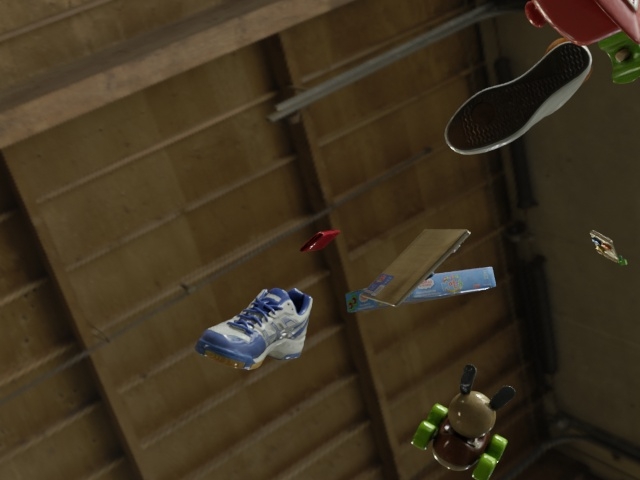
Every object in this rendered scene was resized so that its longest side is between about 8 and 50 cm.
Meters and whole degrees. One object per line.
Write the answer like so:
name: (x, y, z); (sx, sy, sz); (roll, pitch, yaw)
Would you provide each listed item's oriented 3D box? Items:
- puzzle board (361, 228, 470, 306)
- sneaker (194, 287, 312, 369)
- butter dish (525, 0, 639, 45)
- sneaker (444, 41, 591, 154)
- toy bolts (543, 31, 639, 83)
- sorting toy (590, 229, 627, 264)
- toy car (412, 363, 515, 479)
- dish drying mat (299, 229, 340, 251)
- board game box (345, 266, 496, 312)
puzzle board: (0.090, 0.026, 0.897); (0.096, 0.128, 0.011); (-45, -82, -8)
sneaker: (-0.113, 0.142, 1.626); (0.296, 0.111, 0.131); (-3, -66, -66)
butter dish: (0.292, -0.293, 1.086); (0.160, 0.118, 0.160); (42, -139, -17)
sneaker: (0.356, -0.232, 1.668); (0.290, 0.106, 0.123); (-31, -17, 1)
toy bolts: (0.544, -0.425, 1.825); (0.158, 0.218, 0.229); (-35, -73, -43)
sorting toy: (0.560, 0.018, 1.811); (0.012, 0.083, 0.062); (-40, -49, -9)
toy car: (0.283, 0.323, 1.732); (0.149, 0.155, 0.188); (-34, -34, -59)
dish drying mat: (0.000, 0.000, 0.995); (0.032, 0.008, 0.083); (-42, -7, 12)
board game box: (0.160, 0.082, 1.531); (0.160, 0.211, 0.039); (-6, -96, -27)
